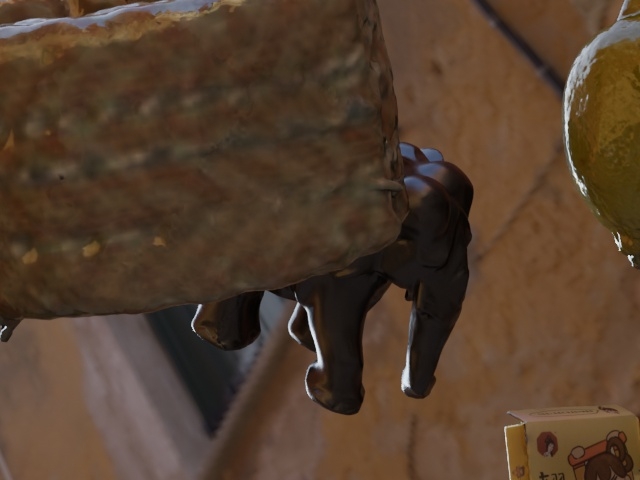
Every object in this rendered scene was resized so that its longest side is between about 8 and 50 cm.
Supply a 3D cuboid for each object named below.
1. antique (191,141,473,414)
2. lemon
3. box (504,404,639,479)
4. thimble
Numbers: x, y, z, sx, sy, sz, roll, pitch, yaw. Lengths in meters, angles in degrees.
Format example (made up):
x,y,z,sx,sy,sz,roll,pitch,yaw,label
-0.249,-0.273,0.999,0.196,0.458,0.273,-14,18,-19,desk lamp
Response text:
x,y,z,sx,sy,sz,roll,pitch,yaw,label
0.000,0.000,1.794,0.185,0.322,0.255,-24,-40,-60,antique
0.305,-0.099,1.626,0.184,0.184,0.248,-2,-88,-35,lemon
0.127,0.153,0.867,0.073,0.149,0.020,-1,-9,-31,box
-0.078,-0.053,0.846,0.229,0.196,0.148,-8,-72,6,thimble
